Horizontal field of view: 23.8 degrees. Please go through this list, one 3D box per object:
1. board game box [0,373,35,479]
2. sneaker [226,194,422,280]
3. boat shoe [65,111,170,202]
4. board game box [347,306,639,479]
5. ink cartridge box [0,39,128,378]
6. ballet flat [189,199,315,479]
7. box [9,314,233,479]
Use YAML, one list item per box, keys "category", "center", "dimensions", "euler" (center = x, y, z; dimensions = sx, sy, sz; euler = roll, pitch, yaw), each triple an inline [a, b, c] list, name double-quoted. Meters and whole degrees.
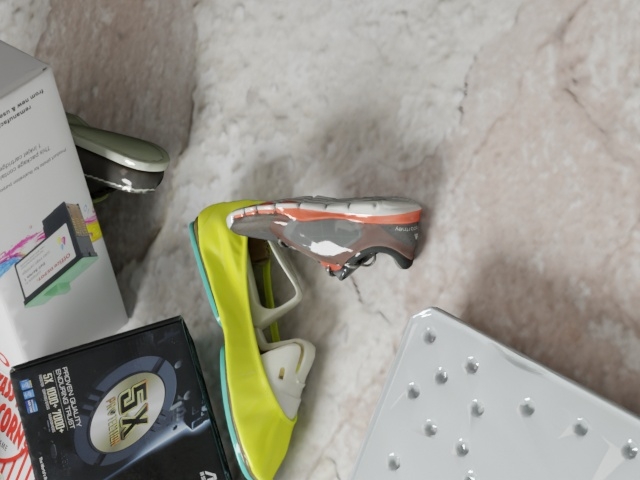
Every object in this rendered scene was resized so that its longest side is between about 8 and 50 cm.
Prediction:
- category: "board game box"
  center: [-0.281, 0.176, 1.394]
  dimensions: [0.146, 0.045, 0.193]
  euler: [32, 105, 37]
- category: "sneaker"
  center: [0.000, 0.000, 1.158]
  dimensions: [0.158, 0.061, 0.065]
  euler: [1, 98, 24]
- category: "boat shoe"
  center: [-0.213, -0.069, 1.346]
  dimensions: [0.227, 0.081, 0.069]
  euler: [22, 102, 46]
- category: "board game box"
  center: [0.153, 0.296, 1.019]
  dimensions: [0.390, 0.050, 0.390]
  euler: [28, 104, 38]
- category: "ink cartridge box"
  center: [-0.292, -0.037, 1.290]
  dimensions: [0.201, 0.117, 0.278]
  euler: [29, 143, 38]
- category: "ballet flat"
  center: [-0.046, 0.072, 1.199]
  dimensions: [0.077, 0.077, 0.231]
  euler: [-18, 71, 13]
- category: "box"
  center: [-0.153, 0.172, 1.222]
  dimensions: [0.147, 0.077, 0.180]
  euler: [-16, 70, -3]
